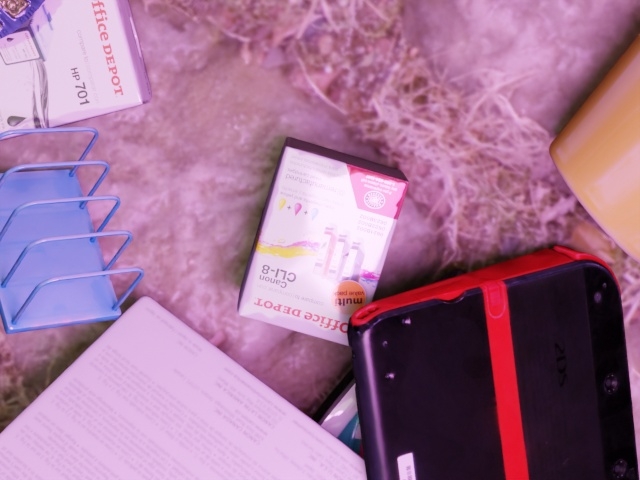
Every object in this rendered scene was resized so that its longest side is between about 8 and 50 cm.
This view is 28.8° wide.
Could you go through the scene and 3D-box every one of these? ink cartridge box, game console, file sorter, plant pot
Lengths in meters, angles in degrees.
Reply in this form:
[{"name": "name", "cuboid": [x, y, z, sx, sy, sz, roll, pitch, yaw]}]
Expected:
[{"name": "ink cartridge box", "cuboid": [0.000, 0.000, 1.256, 0.128, 0.127, 0.176, 16, 99, -4]}, {"name": "ink cartridge box", "cuboid": [-0.179, 0.278, 1.172, 0.308, 0.091, 0.385, 35, 65, 18]}, {"name": "ink cartridge box", "cuboid": [-0.280, -0.181, 1.245, 0.191, 0.082, 0.139, -14, 98, 2]}, {"name": "game console", "cuboid": [0.184, 0.218, 1.246, 0.342, 0.060, 0.386, -14, 100, -31]}, {"name": "file sorter", "cuboid": [-0.255, -0.015, 1.204, 0.118, 0.104, 0.170, -6, 64, -36]}, {"name": "plant pot", "cuboid": [0.362, -0.107, 1.202, 0.239, 0.254, 0.254, -40, 98, 20]}]

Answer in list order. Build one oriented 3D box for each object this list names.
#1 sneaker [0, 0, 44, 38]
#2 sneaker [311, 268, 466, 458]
[{"name": "sneaker", "cuboid": [-0.299, -0.316, 1.188, 0.112, 0.131, 0.296, 30, 82, -35]}, {"name": "sneaker", "cuboid": [0.109, 0.187, 1.288, 0.178, 0.124, 0.295, 38, 104, -2]}]
